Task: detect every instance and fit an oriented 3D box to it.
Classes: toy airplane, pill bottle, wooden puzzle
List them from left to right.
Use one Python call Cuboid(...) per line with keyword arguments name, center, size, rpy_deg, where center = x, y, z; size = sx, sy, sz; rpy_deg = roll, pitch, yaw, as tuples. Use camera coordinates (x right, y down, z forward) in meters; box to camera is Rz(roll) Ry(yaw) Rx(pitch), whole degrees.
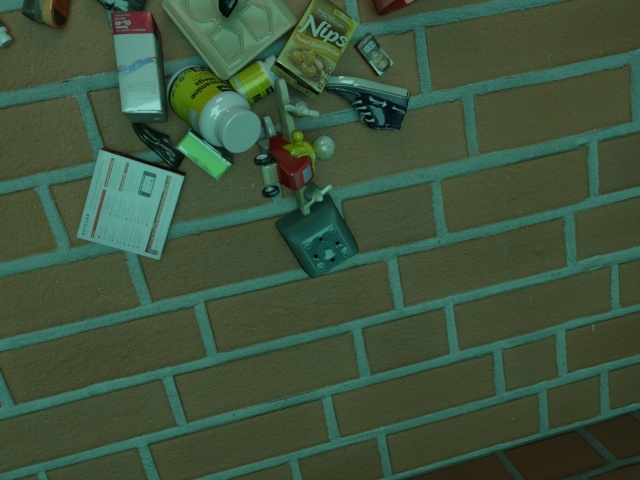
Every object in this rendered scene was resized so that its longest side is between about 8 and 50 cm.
Cuboid(name="pill bottle", center=(-1.057, -0.686, 1.670), size=(0.067, 0.067, 0.120), rpy_deg=(-37, 109, 2))
Cuboid(name="pill bottle", center=(-0.345, -0.425, 1.690), size=(0.188, 0.334, 0.188), rpy_deg=(-31, 143, -26))
Cuboid(name="wooden puzzle", center=(-0.305, -0.773, 1.770), size=(0.348, 0.080, 0.322), rpy_deg=(-40, 103, -3))
Cuboid(name="pill bottle", center=(-0.231, -0.558, 1.831), size=(0.208, 0.119, 0.119), rpy_deg=(-32, 109, 0))
Cuboid(name="toy airplane", center=(-0.084, -0.308, 1.798), size=(0.272, 0.386, 0.385), rpy_deg=(-11, 76, 0))

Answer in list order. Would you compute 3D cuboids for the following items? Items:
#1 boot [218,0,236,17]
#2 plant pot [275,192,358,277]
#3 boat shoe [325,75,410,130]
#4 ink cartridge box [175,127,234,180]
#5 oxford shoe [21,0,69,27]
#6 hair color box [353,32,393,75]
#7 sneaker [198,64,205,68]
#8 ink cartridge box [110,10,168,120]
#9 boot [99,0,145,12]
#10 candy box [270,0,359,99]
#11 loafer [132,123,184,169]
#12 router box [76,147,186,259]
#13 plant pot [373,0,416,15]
Cuboid(name="boot", center=(-0.337, -0.869, 1.659), size=(0.207, 0.094, 0.247), rpy_deg=(23, 86, -15))
Cuboid(name="plant pot", center=(0.000, 0.000, 1.965), size=(0.247, 0.252, 0.248), rpy_deg=(-31, 108, 0))
Cuboid(name="boat shoe", center=(0.165, -0.501, 1.913), size=(0.340, 0.127, 0.158), rpy_deg=(7, 97, -13))
Cuboid(name="ink cartridge box", center=(-0.401, -0.300, 1.802), size=(0.189, 0.255, 0.097), rpy_deg=(39, 96, -18))
Cuboid(name="oxford shoe", center=(-0.862, -0.869, 1.626), size=(0.132, 0.130, 0.364), rpy_deg=(14, 97, 1))
Cuboid(name="hair color box", center=(0.196, -0.685, 1.912), size=(0.072, 0.043, 0.141), rpy_deg=(-43, 109, 3))
Cuboid(name="sneaker", center=(-0.431, -0.560, 1.840), size=(0.057, 0.047, 0.119), rpy_deg=(2, 110, 16))
Cuboid(name="ink cartridge box", center=(-0.581, -0.552, 1.686), size=(0.131, 0.226, 0.306), rpy_deg=(-4, 94, -11))
Cuboid(name="boot", center=(-0.691, -0.882, 1.657), size=(0.338, 0.118, 0.223), rpy_deg=(36, 100, -16))
Cuboid(name="candy box", center=(-0.018, -0.672, 1.794), size=(0.183, 0.087, 0.316), rpy_deg=(32, 74, -18))
Cuboid(name="loafer", center=(-0.577, -0.352, 1.856), size=(0.078, 0.080, 0.220), rpy_deg=(-47, 111, -8))
Cuboid(name="router box", center=(-0.685, -0.132, 1.890), size=(0.301, 0.082, 0.336), rpy_deg=(18, 102, -14))
Cuboid(name="plant pot", center=(0.269, -0.942, 1.751), size=(0.275, 0.275, 0.243), rpy_deg=(-27, 100, -2))
